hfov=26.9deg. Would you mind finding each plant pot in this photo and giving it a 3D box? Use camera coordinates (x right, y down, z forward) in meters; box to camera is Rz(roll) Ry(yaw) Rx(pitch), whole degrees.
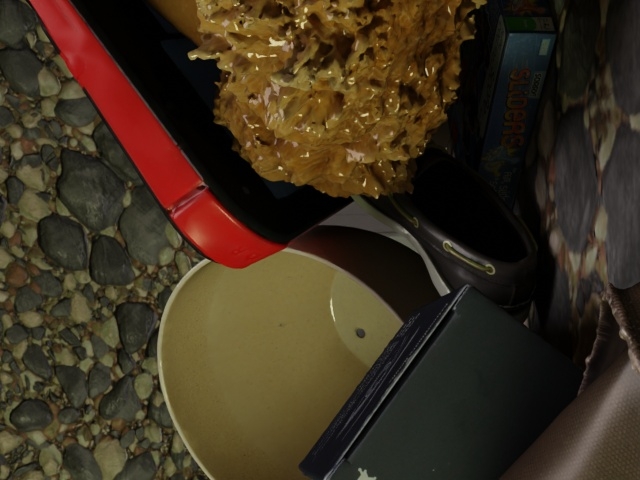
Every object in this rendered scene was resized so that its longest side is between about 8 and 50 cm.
[{"bbox_3d":[0.026,0.101,1.193,0.191,0.284,0.284,-36,-45,-52],"label":"plant pot"}]

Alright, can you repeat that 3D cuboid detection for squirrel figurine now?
[{"bbox_3d":[0.035,-0.235,0.856,0.370,0.281,0.397,136,135,-55],"label":"squirrel figurine"}]

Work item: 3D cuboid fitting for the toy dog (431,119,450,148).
[{"bbox_3d":[0.046,-0.237,1.261,0.220,0.161,0.333,-109,19,-73],"label":"toy dog"}]

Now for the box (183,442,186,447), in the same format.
[{"bbox_3d":[-0.023,0.186,1.495,0.270,0.216,0.060,-20,-67,-84],"label":"box"}]

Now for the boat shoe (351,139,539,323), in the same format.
[{"bbox_3d":[0.086,-0.034,0.990,0.227,0.081,0.068,52,148,33],"label":"boat shoe"}]

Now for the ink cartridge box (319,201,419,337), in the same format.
[{"bbox_3d":[0.000,0.000,1.580,0.270,0.197,0.198,-98,9,-56],"label":"ink cartridge box"}]

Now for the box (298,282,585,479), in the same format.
[{"bbox_3d":[0.077,0.127,0.886,0.153,0.108,0.207,-53,0,-8],"label":"box"}]

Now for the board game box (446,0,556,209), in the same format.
[{"bbox_3d":[0.132,-0.125,1.017,0.201,0.035,0.136,96,172,-50],"label":"board game box"}]

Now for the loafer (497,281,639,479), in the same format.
[{"bbox_3d":[0.122,0.164,0.627,0.134,0.130,0.366,-97,9,-52],"label":"loafer"}]

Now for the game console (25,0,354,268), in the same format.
[{"bbox_3d":[-0.096,-0.154,1.074,0.342,0.060,0.386,58,-161,-1],"label":"game console"}]
